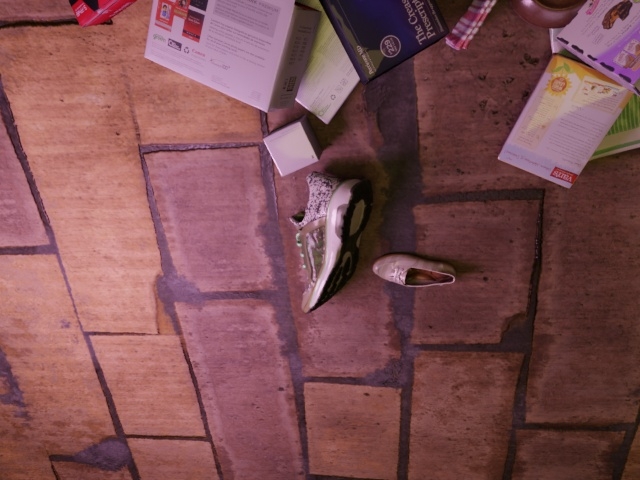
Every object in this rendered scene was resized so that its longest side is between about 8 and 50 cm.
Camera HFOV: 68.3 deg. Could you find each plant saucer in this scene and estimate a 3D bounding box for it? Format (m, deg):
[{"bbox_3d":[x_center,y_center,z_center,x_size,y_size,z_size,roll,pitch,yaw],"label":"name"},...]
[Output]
[{"bbox_3d":[0.465,-0.516,0.905,0.198,0.036,0.199,3,108,11],"label":"plant saucer"}]

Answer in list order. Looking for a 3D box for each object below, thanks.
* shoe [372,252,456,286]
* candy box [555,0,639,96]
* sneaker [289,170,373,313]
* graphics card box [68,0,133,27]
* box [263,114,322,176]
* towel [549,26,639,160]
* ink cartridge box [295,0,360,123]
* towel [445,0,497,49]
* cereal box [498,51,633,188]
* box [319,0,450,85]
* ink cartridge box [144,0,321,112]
[{"bbox_3d":[0.244,0.080,1.228,0.218,0.058,0.077,4,116,6],"label":"shoe"},{"bbox_3d":[0.565,-0.384,0.851,0.070,0.196,0.165,14,125,-40],"label":"candy box"},{"bbox_3d":[0.000,0.000,1.208,0.182,0.158,0.411,32,122,27],"label":"sneaker"},{"bbox_3d":[-0.473,-0.635,0.900,0.232,0.094,0.371,5,124,46],"label":"graphics card box"},{"bbox_3d":[-0.062,-0.222,1.106,0.101,0.087,0.102,-21,112,16],"label":"box"},{"bbox_3d":[0.630,-0.343,0.983,0.247,0.038,0.325,-15,113,15],"label":"towel"},{"bbox_3d":[-0.006,-0.411,1.030,0.224,0.045,0.223,36,114,-9],"label":"ink cartridge box"},{"bbox_3d":[0.313,-0.464,0.907,0.029,0.144,0.197,28,116,-7],"label":"towel"},{"bbox_3d":[0.516,-0.251,1.008,0.172,0.047,0.240,26,125,8],"label":"cereal box"},{"bbox_3d":[0.105,-0.470,0.921,0.184,0.103,0.261,-29,102,8],"label":"box"},{"bbox_3d":[-0.171,-0.447,0.946,0.309,0.130,0.272,27,117,12],"label":"ink cartridge box"}]
